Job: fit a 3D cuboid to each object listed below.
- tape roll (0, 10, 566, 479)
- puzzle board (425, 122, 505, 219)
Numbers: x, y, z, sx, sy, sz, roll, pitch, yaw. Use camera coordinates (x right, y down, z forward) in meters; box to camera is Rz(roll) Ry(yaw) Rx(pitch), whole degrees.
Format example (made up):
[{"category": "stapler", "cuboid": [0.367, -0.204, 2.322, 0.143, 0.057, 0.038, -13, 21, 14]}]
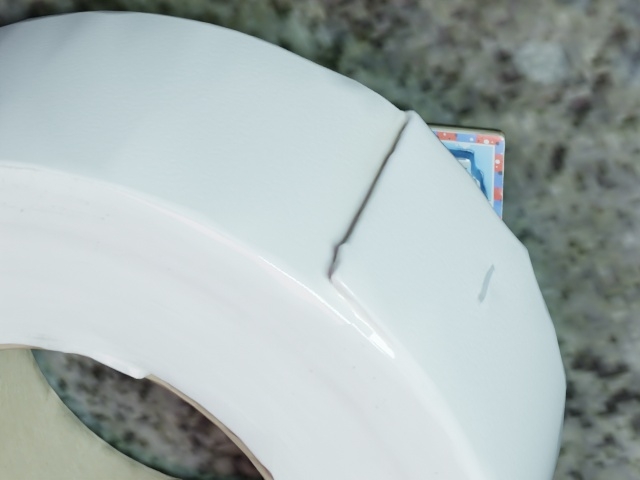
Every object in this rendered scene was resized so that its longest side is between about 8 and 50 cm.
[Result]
[{"category": "tape roll", "cuboid": [-0.061, 0.065, 0.580, 0.286, 0.100, 0.286, 10, 127, 14]}, {"category": "puzzle board", "cuboid": [0.000, 0.000, 0.586, 0.128, 0.011, 0.096, 6, 123, 13]}]
